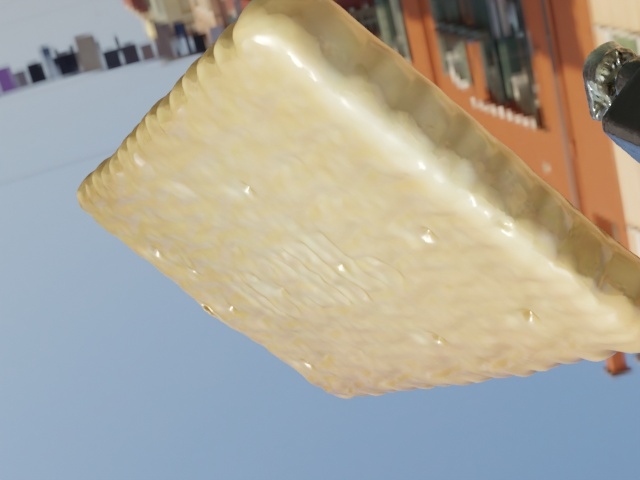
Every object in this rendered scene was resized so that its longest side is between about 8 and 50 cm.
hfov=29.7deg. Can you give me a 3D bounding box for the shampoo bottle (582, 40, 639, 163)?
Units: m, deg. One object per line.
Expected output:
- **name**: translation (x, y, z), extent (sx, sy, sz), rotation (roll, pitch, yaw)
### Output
- **shampoo bottle**: translation (0.251, -0.075, 0.721), extent (0.098, 0.071, 0.309), rotation (-53, -152, 4)

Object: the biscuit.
- **biscuit**: translation (0.000, -0.001, 0.442), extent (0.030, 0.160, 0.250), rotation (-57, -168, -21)
